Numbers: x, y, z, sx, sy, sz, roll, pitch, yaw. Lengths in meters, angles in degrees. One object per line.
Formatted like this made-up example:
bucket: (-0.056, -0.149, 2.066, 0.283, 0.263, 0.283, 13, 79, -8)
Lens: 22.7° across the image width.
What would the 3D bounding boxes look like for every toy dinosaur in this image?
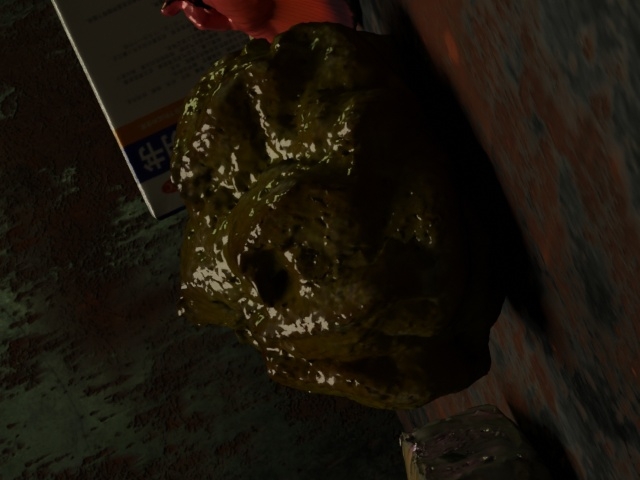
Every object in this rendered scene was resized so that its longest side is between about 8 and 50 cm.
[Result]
toy dinosaur: (-0.049, -0.184, 1.045, 0.139, 0.070, 0.286, 23, 164, 22)

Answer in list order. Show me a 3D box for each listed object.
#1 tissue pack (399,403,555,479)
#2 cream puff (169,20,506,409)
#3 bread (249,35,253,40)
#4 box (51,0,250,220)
tissue pack: (0.146, 0.258, 1.149, 0.215, 0.123, 0.257, -133, 26, -87)
cream puff: (0.013, -0.011, 0.949, 0.244, 0.196, 0.244, -2, -90, -74)
bread: (-0.007, -0.122, 1.302, 0.149, 0.073, 0.122, 72, 179, -50)
box: (-0.127, -0.195, 1.513, 0.106, 0.200, 0.299, -136, 21, -86)
